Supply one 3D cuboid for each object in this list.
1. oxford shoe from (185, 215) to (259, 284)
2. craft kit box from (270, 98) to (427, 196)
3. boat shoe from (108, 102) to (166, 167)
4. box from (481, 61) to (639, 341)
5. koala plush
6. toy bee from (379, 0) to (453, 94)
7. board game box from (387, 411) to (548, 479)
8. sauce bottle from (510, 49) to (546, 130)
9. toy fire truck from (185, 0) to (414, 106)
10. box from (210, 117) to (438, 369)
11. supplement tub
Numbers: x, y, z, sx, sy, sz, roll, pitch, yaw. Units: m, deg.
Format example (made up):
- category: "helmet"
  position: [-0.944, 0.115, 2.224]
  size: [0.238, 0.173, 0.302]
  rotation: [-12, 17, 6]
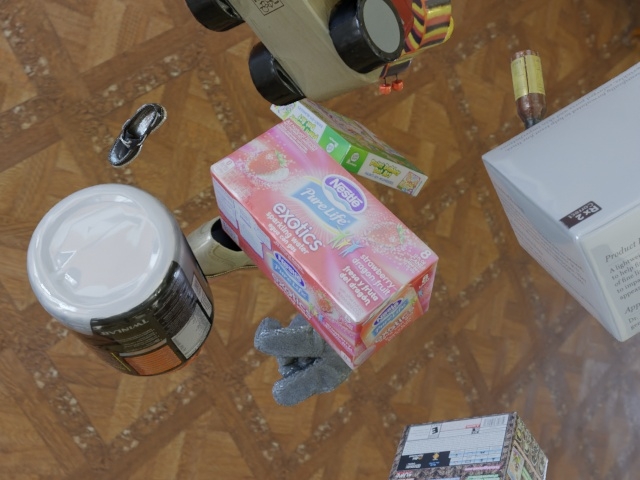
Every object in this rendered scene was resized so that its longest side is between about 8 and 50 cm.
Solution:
- category: "oxford shoe"
  position: [-0.139, -0.016, 1.659]
  size: [0.140, 0.146, 0.397]
  rotation: [55, 38, 2]
- category: "craft kit box"
  position: [0.057, -0.196, 1.563]
  size: [0.247, 0.250, 0.061]
  rotation: [11, 116, -45]
- category: "boat shoe"
  position: [-0.294, -0.167, 1.224]
  size: [0.125, 0.038, 0.046]
  rotation: [-43, 83, 7]
- category: "box"
  position: [0.267, -0.042, 0.663]
  size: [0.181, 0.182, 0.119]
  rotation: [-30, 120, 2]
- category: "koala plush"
  position: [-0.019, 0.224, 1.727]
  size: [0.203, 0.221, 0.196]
  rotation: [-15, 106, 7]
- category: "toy bee"
  position: [0.131, -0.331, 1.298]
  size: [0.195, 0.298, 0.162]
  rotation: [-16, 105, -1]
- category: "board game box"
  position: [0.237, 0.459, 1.322]
  size: [0.141, 0.232, 0.291]
  rotation: [54, 40, -24]
- category: "sauce bottle"
  position: [0.284, -0.194, 1.057]
  size: [0.042, 0.042, 0.128]
  rotation: [11, 72, -40]
- category: "toy fire truck"
  position: [-0.021, -0.259, 0.635]
  size: [0.217, 0.158, 0.246]
  rotation: [47, 49, -29]
- category: "box"
  position: [0.000, 0.000, 1.040]
  size: [0.142, 0.300, 0.154]
  rotation: [-36, 154, -19]
- category: "supplement tub"
  position: [-0.273, 0.078, 1.145]
  size: [0.207, 0.207, 0.338]
  rotation: [-60, 166, -20]
